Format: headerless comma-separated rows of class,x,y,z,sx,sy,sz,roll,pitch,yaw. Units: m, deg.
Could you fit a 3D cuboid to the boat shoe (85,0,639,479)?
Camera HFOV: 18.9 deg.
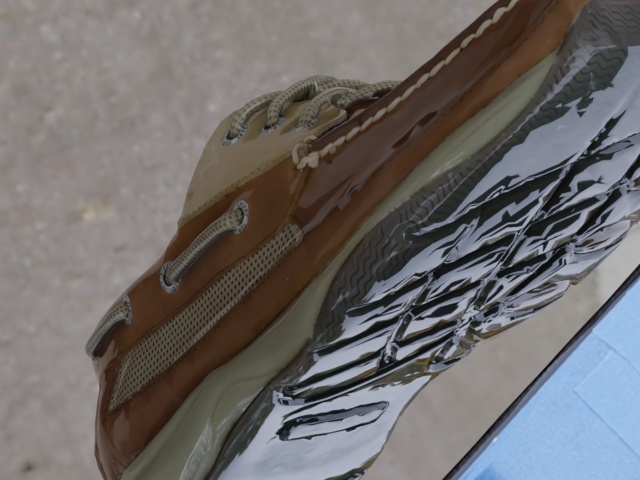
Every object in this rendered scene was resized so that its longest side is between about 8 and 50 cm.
boat shoe,0.000,0.000,0.691,0.122,0.120,0.324,-4,148,-44

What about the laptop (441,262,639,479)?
laptop,0.242,0.152,0.500,0.408,0.236,0.382,-17,128,45
